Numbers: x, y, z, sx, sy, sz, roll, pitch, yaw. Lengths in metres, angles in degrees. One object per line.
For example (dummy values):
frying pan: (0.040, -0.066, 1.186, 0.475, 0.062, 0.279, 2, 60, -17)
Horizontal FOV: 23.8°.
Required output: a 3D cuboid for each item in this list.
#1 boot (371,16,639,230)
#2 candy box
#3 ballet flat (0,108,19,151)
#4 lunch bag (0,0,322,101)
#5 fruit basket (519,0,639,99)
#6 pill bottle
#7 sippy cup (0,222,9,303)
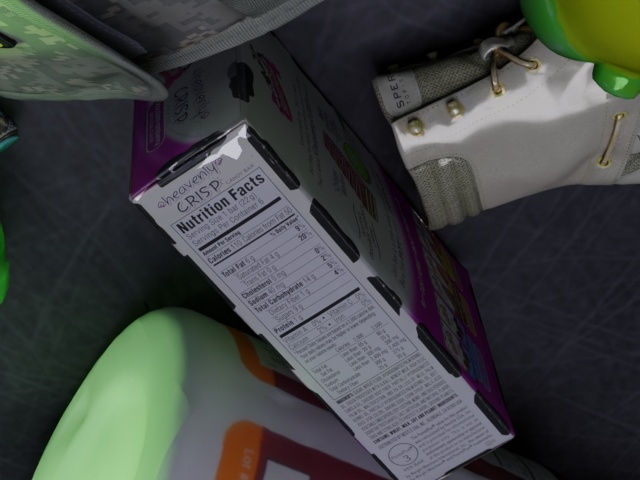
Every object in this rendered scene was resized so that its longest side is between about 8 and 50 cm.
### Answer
boot: (0.106, -0.104, 0.787, 0.165, 0.077, 0.213, -13, 128, 4)
candy box: (0.000, 0.000, 0.788, 0.071, 0.159, 0.233, -32, 119, 14)
ballet flat: (-0.212, -0.038, 0.818, 0.114, 0.041, 0.041, -38, 121, 18)
lunch bag: (-0.111, -0.170, 0.620, 0.287, 0.168, 0.235, -28, 151, 19)
fruit basket: (0.210, -0.244, 0.607, 0.392, 0.282, 0.392, 5, 148, 3)
pill bottle: (0.033, 0.212, 0.905, 0.392, 0.224, 0.224, 26, 117, -22)
sippy cup: (-0.292, 0.062, 0.725, 0.240, 0.224, 0.305, 8, 135, 1)
